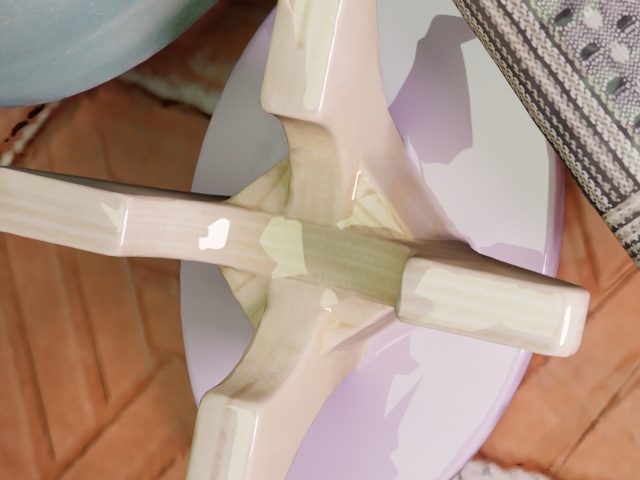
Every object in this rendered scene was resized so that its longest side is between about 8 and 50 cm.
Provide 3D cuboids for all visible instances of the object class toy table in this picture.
[{"bbox_3d":[0.000,0.000,0.768,0.252,0.161,0.274,0,91,18],"label":"toy table"}]

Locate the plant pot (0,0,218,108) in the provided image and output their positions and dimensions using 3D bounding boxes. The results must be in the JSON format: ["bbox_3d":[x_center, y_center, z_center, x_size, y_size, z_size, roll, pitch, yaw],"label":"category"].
[{"bbox_3d":[-0.166,-0.226,0.753,0.293,0.196,0.293,-10,68,26],"label":"plant pot"}]

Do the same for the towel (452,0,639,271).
[{"bbox_3d":[0.199,-0.149,0.661,0.324,0.056,0.312,-34,88,19],"label":"towel"}]
